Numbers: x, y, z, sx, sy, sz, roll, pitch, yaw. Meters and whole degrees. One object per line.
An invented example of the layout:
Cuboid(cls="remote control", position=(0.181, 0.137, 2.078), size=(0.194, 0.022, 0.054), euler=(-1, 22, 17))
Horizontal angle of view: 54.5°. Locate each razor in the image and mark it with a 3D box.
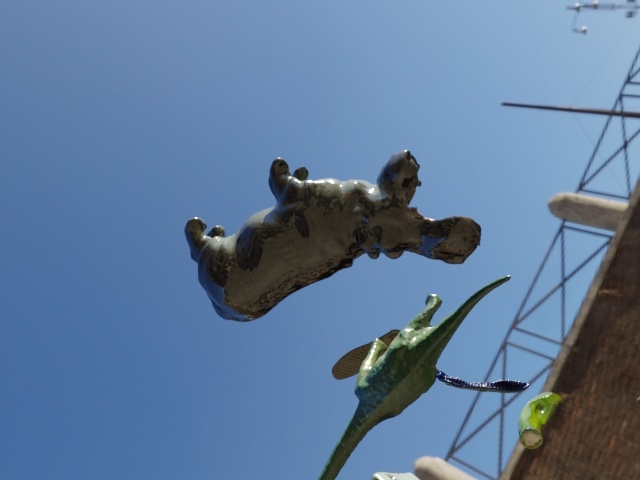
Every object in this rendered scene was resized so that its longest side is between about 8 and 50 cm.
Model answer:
Cuboid(cls="razor", position=(0.232, 0.211, 0.933), size=(0.044, 0.154, 0.028), euler=(-48, -37, -65))

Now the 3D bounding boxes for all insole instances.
Cuboid(cls="insole", position=(0.078, 0.187, 1.019), size=(0.135, 0.002, 0.045), euler=(-30, -70, 0))

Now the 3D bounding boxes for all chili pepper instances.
Cuboid(cls="chili pepper", position=(0.390, 0.323, 1.127), size=(0.201, 0.052, 0.050), euler=(-14, -53, -60))

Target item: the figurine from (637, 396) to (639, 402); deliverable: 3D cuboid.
Cuboid(cls="figurine", position=(0.483, 0.273, 0.801), size=(0.229, 0.111, 0.137), euler=(-64, -12, -46))

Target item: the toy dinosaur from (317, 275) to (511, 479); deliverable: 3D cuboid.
Cuboid(cls="toy dinosaur", position=(0.085, 0.226, 0.855), size=(0.301, 0.087, 0.447), euler=(-51, -3, -46))

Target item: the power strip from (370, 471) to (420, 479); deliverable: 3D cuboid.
Cuboid(cls="power strip", position=(0.156, 0.504, 1.136), size=(0.251, 0.257, 0.092), euler=(8, -80, -37))

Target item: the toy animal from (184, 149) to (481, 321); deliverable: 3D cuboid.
Cuboid(cls="toy animal", position=(0.001, -0.017, 0.717), size=(0.106, 0.343, 0.168), euler=(16, -122, -67))
